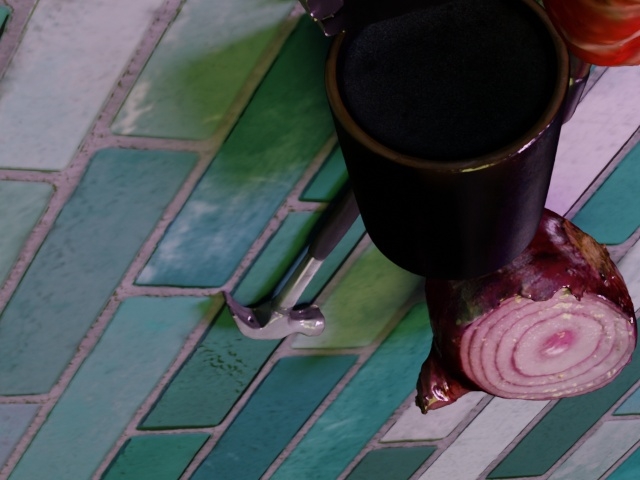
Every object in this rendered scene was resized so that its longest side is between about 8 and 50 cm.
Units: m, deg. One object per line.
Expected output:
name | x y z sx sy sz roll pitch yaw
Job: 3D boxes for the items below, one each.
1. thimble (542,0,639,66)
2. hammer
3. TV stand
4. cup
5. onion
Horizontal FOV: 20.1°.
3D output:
thimble | 0.241 -0.261 0.940 0.350 0.231 0.350 -23 171 -4
hammer | 0.000 0.000 1.476 0.103 0.029 0.246 -1 141 -33
TV stand | 0.104 -0.193 1.229 0.249 0.036 0.042 -17 127 -11
cup | 0.127 -0.084 1.294 0.239 0.166 0.177 -19 149 -5
onion | 0.156 0.067 1.570 0.195 0.140 0.218 20 129 -43
